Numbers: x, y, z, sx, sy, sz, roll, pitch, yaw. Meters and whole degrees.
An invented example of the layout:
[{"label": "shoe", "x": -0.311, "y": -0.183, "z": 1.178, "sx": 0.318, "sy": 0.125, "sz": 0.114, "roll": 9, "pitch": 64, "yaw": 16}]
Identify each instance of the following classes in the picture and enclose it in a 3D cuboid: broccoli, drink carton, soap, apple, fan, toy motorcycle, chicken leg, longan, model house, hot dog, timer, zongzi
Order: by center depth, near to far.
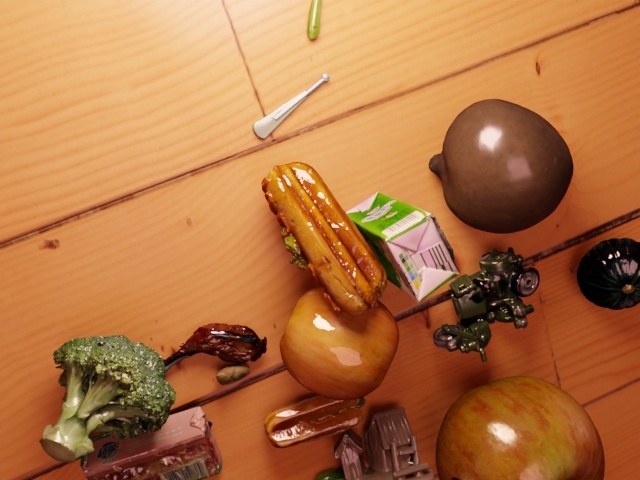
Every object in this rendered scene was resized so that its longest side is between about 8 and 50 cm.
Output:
[{"label": "broccoli", "x": -0.425, "y": 0.302, "z": 1.231, "sx": 0.269, "sy": 0.270, "sz": 0.270, "roll": 16, "pitch": 131, "yaw": 20}, {"label": "hot dog", "x": 0.000, "y": 0.000, "z": 1.267, "sx": 0.117, "sy": 0.158, "sz": 0.349, "roll": -37, "pitch": 88, "yaw": 31}, {"label": "fan", "x": -0.058, "y": -0.279, "z": 1.292, "sx": 0.193, "sy": 0.016, "sz": 0.038, "roll": -40, "pitch": 110, "yaw": 0}, {"label": "drink carton", "x": 0.163, "y": 0.009, "z": 1.299, "sx": 0.108, "sy": 0.271, "sz": 0.161, "roll": -31, "pitch": 110, "yaw": -7}, {"label": "longan", "x": 0.374, "y": -0.152, "z": 1.333, "sx": 0.300, "sy": 0.243, "sz": 0.300, "roll": 9, "pitch": 114, "yaw": 20}, {"label": "apple", "x": 0.033, "y": 0.218, "z": 1.364, "sx": 0.241, "sy": 0.242, "sz": 0.242, "roll": 28, "pitch": 98, "yaw": -8}, {"label": "soap", "x": -0.361, "y": 0.480, "z": 1.378, "sx": 0.273, "sy": 0.098, "sz": 0.218, "roll": -16, "pitch": 124, "yaw": -10}, {"label": "chicken leg", "x": -0.242, "y": 0.234, "z": 1.379, "sx": 0.253, "sy": 0.051, "sz": 0.106, "roll": -6, "pitch": 113, "yaw": -10}, {"label": "zongzi", "x": -0.193, "y": 0.290, "z": 1.393, "sx": 0.076, "sy": 0.083, "sz": 0.040, "roll": -20, "pitch": 71, "yaw": -11}, {"label": "toy motorcycle", "x": 0.384, "y": 0.146, "z": 1.480, "sx": 0.275, "sy": 0.127, "sz": 0.205, "roll": -25, "pitch": 114, "yaw": -10}, {"label": "hot dog", "x": -0.009, "y": 0.415, "z": 1.485, "sx": 0.250, "sy": 0.076, "sz": 0.104, "roll": -17, "pitch": 90, "yaw": -14}, {"label": "model house", "x": 0.143, "y": 0.505, "z": 1.513, "sx": 0.229, "sy": 0.122, "sz": 0.188, "roll": -10, "pitch": 86, "yaw": -13}, {"label": "apple", "x": 0.465, "y": 0.515, "z": 1.516, "sx": 0.400, "sy": 0.333, "sz": 0.401, "roll": -15, "pitch": 124, "yaw": -24}, {"label": "timer", "x": 0.045, "y": 0.639, "z": 1.575, "sx": 0.127, "sy": 0.047, "sz": 0.140, "roll": -4, "pitch": 107, "yaw": -15}]

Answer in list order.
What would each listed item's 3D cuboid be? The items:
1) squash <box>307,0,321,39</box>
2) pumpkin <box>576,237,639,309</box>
[{"label": "squash", "x": -0.012, "y": -0.444, "z": 1.251, "sx": 0.027, "sy": 0.027, "sz": 0.089, "roll": 2, "pitch": 104, "yaw": -16}, {"label": "pumpkin", "x": 0.724, "y": 0.083, "z": 1.539, "sx": 0.194, "sy": 0.150, "sz": 0.194, "roll": -5, "pitch": 110, "yaw": -15}]
